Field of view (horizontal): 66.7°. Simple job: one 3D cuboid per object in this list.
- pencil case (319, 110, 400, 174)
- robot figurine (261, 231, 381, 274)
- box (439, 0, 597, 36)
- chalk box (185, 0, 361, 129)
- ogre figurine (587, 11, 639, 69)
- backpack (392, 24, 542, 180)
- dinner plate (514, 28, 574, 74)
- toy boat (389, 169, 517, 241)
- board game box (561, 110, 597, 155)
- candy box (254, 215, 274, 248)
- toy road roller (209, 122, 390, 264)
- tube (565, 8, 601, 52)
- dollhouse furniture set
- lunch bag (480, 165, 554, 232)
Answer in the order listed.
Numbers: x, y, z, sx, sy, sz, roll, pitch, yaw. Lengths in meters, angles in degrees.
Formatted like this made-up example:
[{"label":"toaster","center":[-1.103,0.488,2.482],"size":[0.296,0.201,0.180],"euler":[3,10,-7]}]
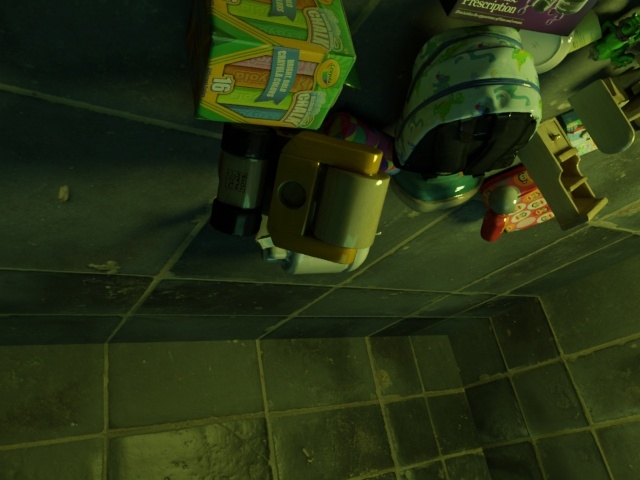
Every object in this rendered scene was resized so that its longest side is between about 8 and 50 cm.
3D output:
[{"label":"pencil case","center":[0.105,-0.226,1.158],"size":[0.236,0.104,0.104],"euler":[13,146,-41]},{"label":"robot figurine","center":[0.000,0.000,1.470],"size":[0.353,0.199,0.300],"euler":[-1,173,-22]},{"label":"box","center":[0.341,-0.447,0.779],"size":[0.261,0.103,0.184],"euler":[-2,148,-20]},{"label":"chalk box","center":[-0.060,-0.311,0.806],"size":[0.289,0.180,0.179],"euler":[-2,154,-24]},{"label":"ogre figurine","center":[0.626,-0.417,0.986],"size":[0.097,0.197,0.118],"euler":[45,147,-8]},{"label":"backpack","center":[0.286,-0.253,0.961],"size":[0.290,0.273,0.355],"euler":[0,-172,9]},{"label":"dinner plate","center":[0.426,-0.392,0.965],"size":[0.141,0.017,0.141],"euler":[8,135,8]},{"label":"toy boat","center":[0.347,-0.139,1.215],"size":[0.267,0.318,0.148],"euler":[-25,142,-26]},{"label":"board game box","center":[0.754,-0.312,1.335],"size":[0.160,0.039,0.211],"euler":[-22,154,21]},{"label":"candy box","center":[-0.066,-0.085,1.308],"size":[0.233,0.159,0.071],"euler":[-15,154,6]},{"label":"toy road roller","center":[-0.036,-0.114,0.930],"size":[0.329,0.240,0.202],"euler":[16,111,8]},{"label":"tube","center":[0.446,-0.389,1.013],"size":[0.240,0.070,0.062],"euler":[-20,-165,27]},{"label":"dollhouse furniture set","center":[0.673,-0.229,1.066],"size":[0.362,0.256,0.394],"euler":[-25,174,-44]},{"label":"lunch bag","center":[0.677,-0.140,1.571],"size":[0.258,0.120,0.293],"euler":[-25,152,25]}]
